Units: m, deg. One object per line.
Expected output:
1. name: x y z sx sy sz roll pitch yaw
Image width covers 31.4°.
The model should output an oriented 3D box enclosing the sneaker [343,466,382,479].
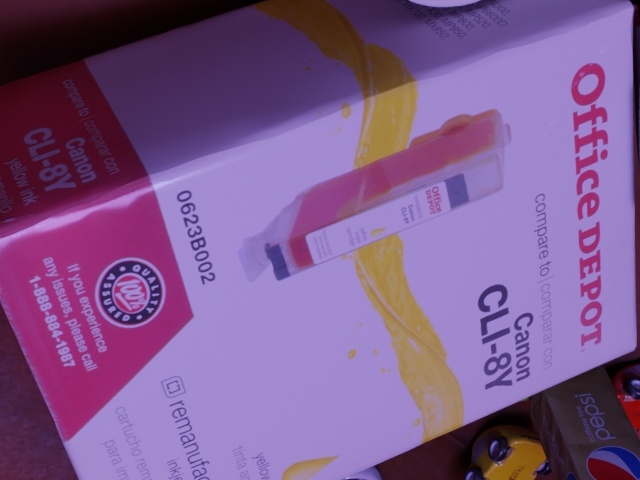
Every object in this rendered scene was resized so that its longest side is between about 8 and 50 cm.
1. sneaker: 0.008 0.314 1.069 0.094 0.091 0.258 5 126 -14

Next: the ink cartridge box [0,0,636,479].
1. ink cartridge box: 0.000 0.000 0.724 0.384 0.160 0.279 -22 128 -13

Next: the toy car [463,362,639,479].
1. toy car: 0.197 0.125 0.985 0.239 0.053 0.225 -28 126 10

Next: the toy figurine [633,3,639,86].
1. toy figurine: 0.276 -0.149 0.768 0.159 0.130 0.173 8 103 -5

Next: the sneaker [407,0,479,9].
1. sneaker: 0.111 -0.180 0.629 0.161 0.057 0.075 -11 150 -5

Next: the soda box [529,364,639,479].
1. soda box: 0.214 0.173 0.875 0.058 0.181 0.061 -8 127 -5

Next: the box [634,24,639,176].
1. box: 0.244 -0.074 0.690 0.102 0.101 0.087 -2 128 13
